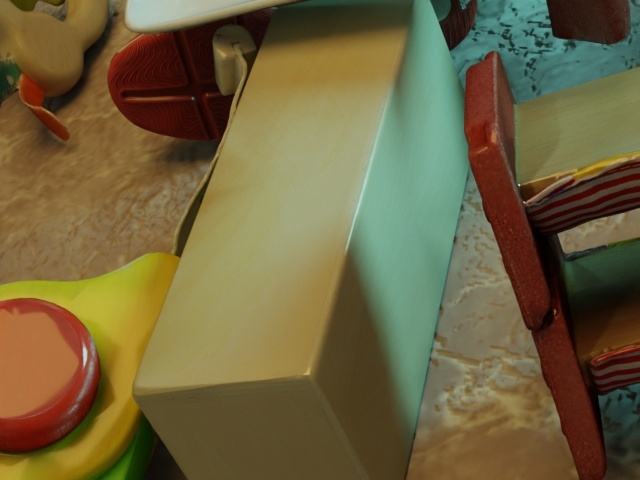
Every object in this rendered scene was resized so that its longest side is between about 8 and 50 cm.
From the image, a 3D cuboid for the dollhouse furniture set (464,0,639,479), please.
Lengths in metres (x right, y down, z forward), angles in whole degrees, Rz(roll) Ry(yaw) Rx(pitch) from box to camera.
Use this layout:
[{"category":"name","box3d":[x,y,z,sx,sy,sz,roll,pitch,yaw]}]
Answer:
[{"category":"dollhouse furniture set","box3d":[0.187,-0.069,0.702,0.201,0.152,0.374,-16,22,14]}]

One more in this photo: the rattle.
[{"category":"rattle","box3d":[-0.225,-0.130,1.045,0.143,0.130,0.199,-21,63,24]}]

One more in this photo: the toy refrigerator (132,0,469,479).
[{"category":"toy refrigerator","box3d":[0.000,0.000,0.732,0.094,0.102,0.269,-7,42,23]}]

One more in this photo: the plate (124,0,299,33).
[{"category":"plate","box3d":[0.039,-0.238,0.798,0.278,0.045,0.277,-5,64,30]}]

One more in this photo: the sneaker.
[{"category":"sneaker","box3d":[-0.022,-0.134,0.935,0.221,0.087,0.128,-13,29,-2]}]

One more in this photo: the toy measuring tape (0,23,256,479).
[{"category":"toy measuring tape","box3d":[-0.119,0.025,0.730,0.121,0.121,0.330,-3,56,27]}]
